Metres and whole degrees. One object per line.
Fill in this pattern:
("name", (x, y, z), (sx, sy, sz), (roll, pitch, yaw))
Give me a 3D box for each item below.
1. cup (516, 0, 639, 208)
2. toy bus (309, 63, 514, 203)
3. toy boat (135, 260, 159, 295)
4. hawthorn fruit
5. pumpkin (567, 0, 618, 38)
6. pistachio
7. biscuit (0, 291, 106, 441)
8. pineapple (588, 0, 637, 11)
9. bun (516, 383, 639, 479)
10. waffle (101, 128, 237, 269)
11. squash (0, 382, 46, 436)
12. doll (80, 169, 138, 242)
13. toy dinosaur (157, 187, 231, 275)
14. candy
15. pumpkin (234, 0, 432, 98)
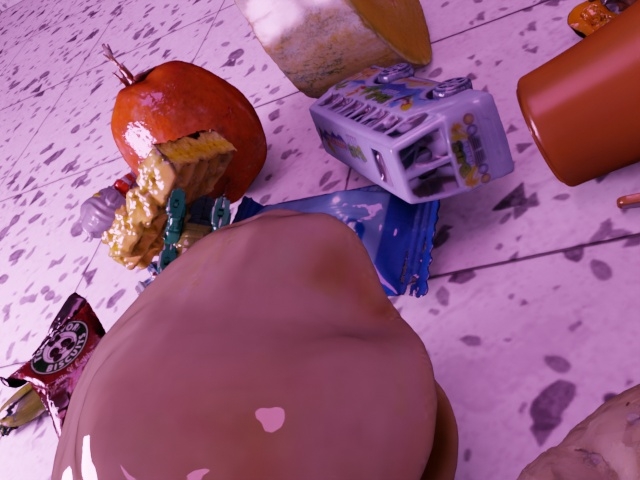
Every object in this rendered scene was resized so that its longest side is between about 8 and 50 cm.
("cup", (0.350, -0.145, 0.760), (0.263, 0.182, 0.226), (-26, 68, 26))
("toy bus", (0.097, -0.137, 0.932), (0.135, 0.109, 0.329), (-26, 23, -10))
("toy boat", (-0.223, 0.066, 1.069), (0.066, 0.059, 0.140), (-28, 31, -14))
("hawthorn fruit", (-0.221, -0.181, 1.155), (0.211, 0.299, 0.211), (-38, 21, 17))
("pumpkin", (0.359, -0.279, 0.993), (0.050, 0.028, 0.083), (-37, 43, 13))
("pistachio", (-0.065, 0.165, 0.638), (0.365, 0.281, 0.446), (-14, 46, 23))
("biscuit", (-0.310, 0.173, 0.978), (0.151, 0.063, 0.235), (-44, 49, -20))
("pineapple", (0.394, -0.361, 0.947), (0.193, 0.166, 0.166), (-44, 36, -8))
("bun", (0.256, 0.194, 0.387), (0.361, 0.235, 0.326), (-8, 39, 25))
("waffle", (-0.213, -0.043, 1.019), (0.211, 0.055, 0.160), (-53, -7, 24))
("squash", (-0.381, 0.204, 1.058), (0.183, 0.052, 0.052), (-40, 36, -6))
("doll", (-0.365, -0.061, 1.329), (0.094, 0.079, 0.180), (-43, 16, 45))
("toy dinosaur", (-0.164, 0.046, 0.951), (0.094, 0.153, 0.259), (9, 63, -3))
("candy", (0.000, 0.000, 0.949), (0.331, 0.077, 0.187), (-9, 50, 36))
("pumpkin", (0.005, -0.365, 1.163), (0.199, 0.332, 0.332), (-32, 34, 31))
